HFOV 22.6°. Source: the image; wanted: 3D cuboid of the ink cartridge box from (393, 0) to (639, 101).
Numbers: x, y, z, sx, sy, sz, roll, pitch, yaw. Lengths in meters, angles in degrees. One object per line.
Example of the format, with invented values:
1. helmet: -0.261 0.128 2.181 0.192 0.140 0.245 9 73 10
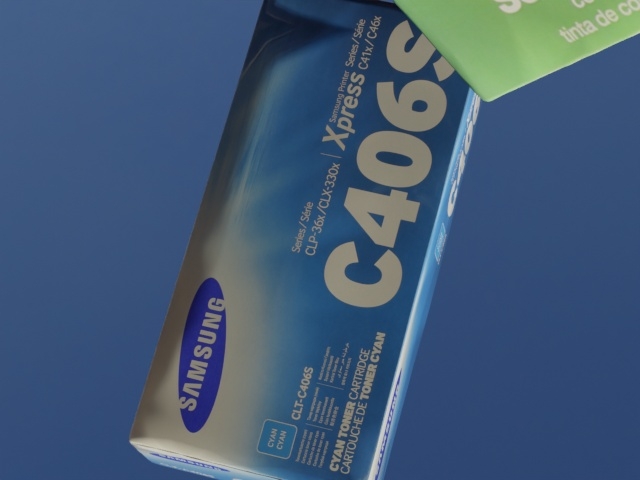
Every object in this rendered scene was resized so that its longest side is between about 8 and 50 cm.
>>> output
1. ink cartridge box: 0.044 -0.220 0.515 0.201 0.278 0.117 -52 -164 -29

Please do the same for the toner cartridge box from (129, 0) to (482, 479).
1. toner cartridge box: 0.000 0.000 1.112 0.165 0.075 0.348 12 -107 12
